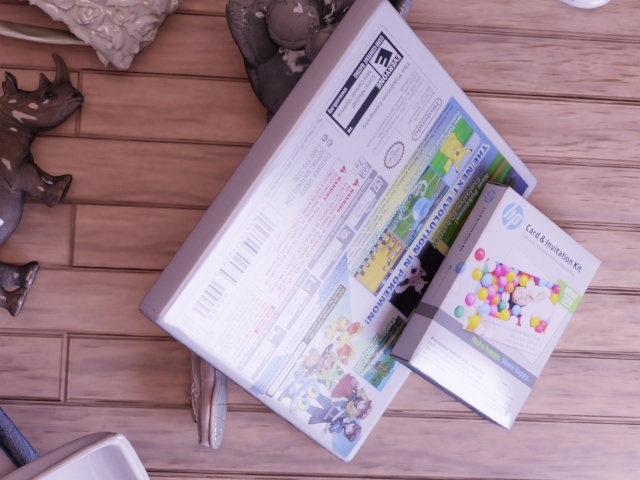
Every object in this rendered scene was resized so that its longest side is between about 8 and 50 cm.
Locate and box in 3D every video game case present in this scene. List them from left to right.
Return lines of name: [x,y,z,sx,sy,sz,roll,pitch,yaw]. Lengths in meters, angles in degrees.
video game case: [0.030,-0.001,1.292,0.329,0.036,0.300,-55,134,-8]

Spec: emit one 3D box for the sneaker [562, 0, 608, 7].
sneaker: [0.214,-0.333,1.388,0.091,0.126,0.240,-35,89,-8]

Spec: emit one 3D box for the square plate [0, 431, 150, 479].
square plate: [-0.278,0.302,1.202,0.347,0.344,0.049,-27,57,-8]

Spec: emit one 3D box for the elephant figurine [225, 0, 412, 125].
elephant figurine: [0.028,-0.232,1.354,0.169,0.186,0.239,52,50,-33]

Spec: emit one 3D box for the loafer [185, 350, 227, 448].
loafer: [-0.107,0.130,1.358,0.039,0.045,0.125,1,78,11]

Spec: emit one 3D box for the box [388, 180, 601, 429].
box: [0.165,0.062,1.362,0.145,0.038,0.186,36,80,-32]

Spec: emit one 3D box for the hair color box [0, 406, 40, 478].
hair color box: [-0.327,0.194,1.169,0.173,0.347,0.105,-29,59,-8]

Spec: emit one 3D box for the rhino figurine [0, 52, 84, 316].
rhino figurine: [-0.284,-0.061,1.337,0.106,0.073,0.243,20,82,-7]

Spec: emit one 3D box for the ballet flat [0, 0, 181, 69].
ballet flat: [-0.327,-0.268,1.326,0.408,0.147,0.147,23,83,-4]
